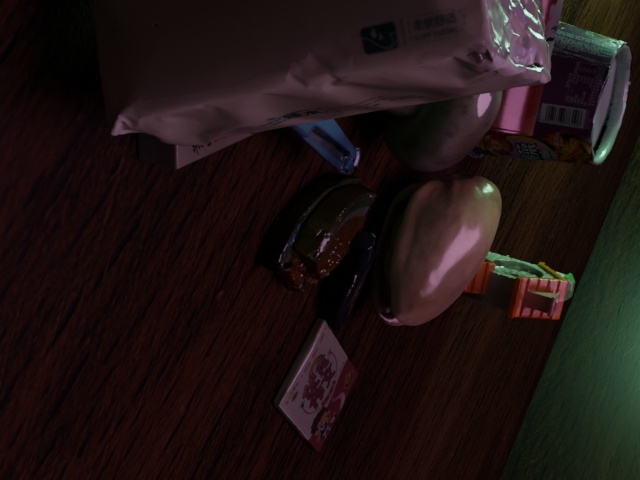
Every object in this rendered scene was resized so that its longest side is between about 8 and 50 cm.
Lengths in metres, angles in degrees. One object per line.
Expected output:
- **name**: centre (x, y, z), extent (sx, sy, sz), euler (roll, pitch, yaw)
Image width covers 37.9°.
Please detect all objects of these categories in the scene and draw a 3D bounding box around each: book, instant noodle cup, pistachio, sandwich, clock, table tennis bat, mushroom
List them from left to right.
- **book**: centre (-0.003, 0.250, 1.586), extent (0.162, 0.022, 0.232), euler (-62, 152, -22)
- **sandwich**: centre (0.001, -0.004, 1.380), extent (0.235, 0.079, 0.159), euler (-29, 130, -55)
- **table tennis bat**: centre (0.059, 0.060, 1.523), extent (0.150, 0.027, 0.236), euler (-59, 169, -30)
- **mushroom**: centre (0.151, -0.232, 1.432), extent (0.243, 0.244, 0.243), euler (-40, 139, -48)
- **pistachio**: centre (0.199, 0.011, 1.646), extent (0.214, 0.193, 0.318), euler (37, 75, -25)
- **clock**: centre (0.404, 0.083, 2.007), extent (0.220, 0.255, 0.106), euler (-20, 122, -59)
- **instant noodle cup**: centre (0.469, -0.304, 1.897), extent (0.340, 0.266, 0.339), euler (-40, 138, -49)

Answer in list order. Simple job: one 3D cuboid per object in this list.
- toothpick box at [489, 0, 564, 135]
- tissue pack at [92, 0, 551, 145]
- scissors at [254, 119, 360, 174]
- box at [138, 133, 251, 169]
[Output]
- **toothpick box**: centre (0.309, -0.364, 1.624), extent (0.204, 0.204, 0.333), euler (-14, 117, -60)
- **tissue pack**: centre (-0.010, -0.250, 0.814), extent (0.207, 0.381, 0.297), euler (-2, 84, -60)
- **scissors**: centre (-0.024, -0.172, 1.159), extent (0.393, 0.032, 0.180), euler (41, 67, -62)
- **box**: centre (-0.124, -0.176, 1.064), extent (0.201, 0.058, 0.141), euler (-37, 136, -51)
